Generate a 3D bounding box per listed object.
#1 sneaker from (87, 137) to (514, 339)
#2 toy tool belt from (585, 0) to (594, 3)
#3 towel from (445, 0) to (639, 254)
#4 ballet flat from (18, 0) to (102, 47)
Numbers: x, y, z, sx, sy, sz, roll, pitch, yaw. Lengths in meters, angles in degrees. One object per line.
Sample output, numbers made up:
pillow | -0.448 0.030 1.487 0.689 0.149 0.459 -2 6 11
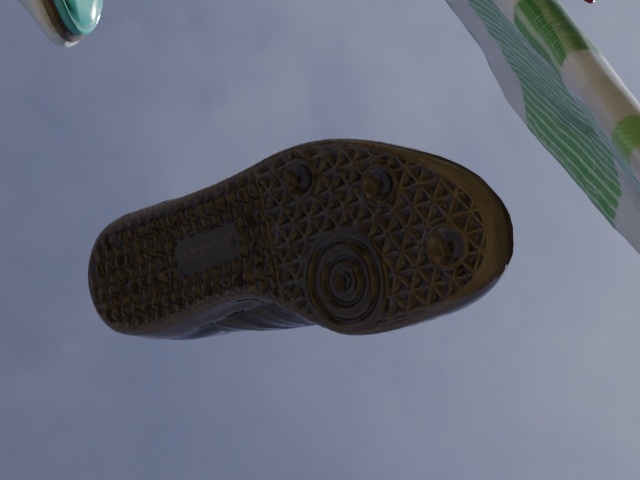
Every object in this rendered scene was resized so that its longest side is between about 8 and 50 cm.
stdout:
sneaker | 0.000 0.000 0.589 0.071 0.188 0.066 -4 -90 -49
toy tool belt | 0.227 -0.252 1.479 0.083 0.051 0.052 24 -154 -23
towel | 0.117 -0.032 0.664 0.248 0.038 0.325 45 -167 -50
ballet flat | -0.265 -0.346 1.284 0.139 0.139 0.400 -30 -56 -37
